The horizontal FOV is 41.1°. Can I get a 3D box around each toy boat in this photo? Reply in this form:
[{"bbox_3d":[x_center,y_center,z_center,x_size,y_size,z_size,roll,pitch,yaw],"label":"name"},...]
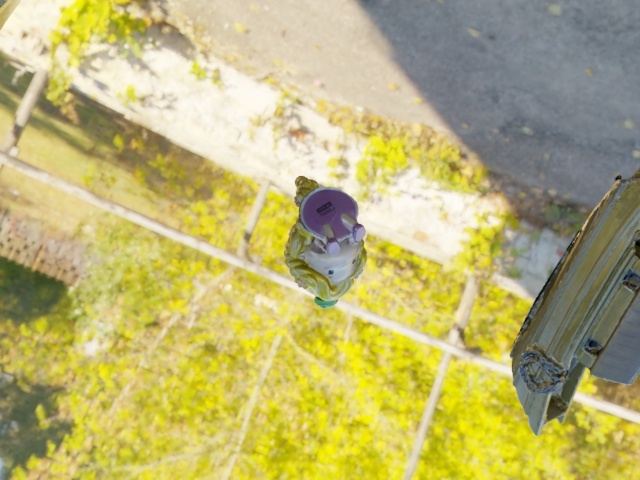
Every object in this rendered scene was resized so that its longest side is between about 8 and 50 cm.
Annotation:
[{"bbox_3d":[0.388,0.091,1.142,0.136,0.445,0.162,-15,-132,-40],"label":"toy boat"}]

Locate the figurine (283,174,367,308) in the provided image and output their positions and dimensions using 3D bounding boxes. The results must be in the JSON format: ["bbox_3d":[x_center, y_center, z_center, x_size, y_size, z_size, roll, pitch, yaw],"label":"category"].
[{"bbox_3d":[0.000,0.000,0.953,0.156,0.095,0.115,83,163,-56],"label":"figurine"}]

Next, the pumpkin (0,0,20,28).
[{"bbox_3d":[-0.385,-0.241,0.802,0.199,0.332,0.332,45,159,-25],"label":"pumpkin"}]
